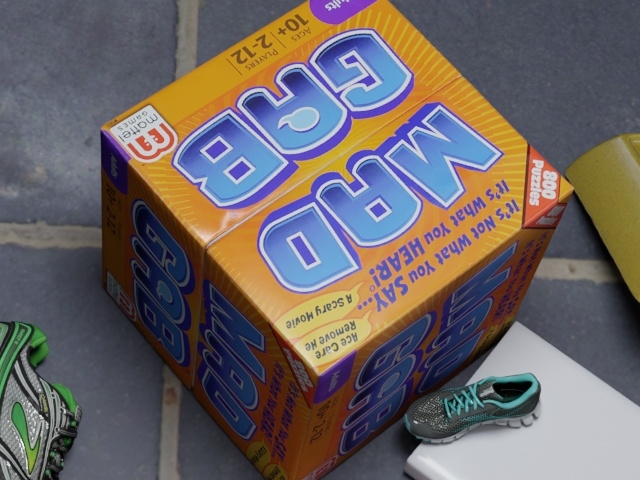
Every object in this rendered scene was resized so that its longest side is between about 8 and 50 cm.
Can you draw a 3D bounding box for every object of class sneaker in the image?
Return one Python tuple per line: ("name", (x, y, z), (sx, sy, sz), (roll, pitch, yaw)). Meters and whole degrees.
("sneaker", (-0.323, 0.229, 1.800), (0.146, 0.134, 0.343), (-13, 63, -15))
("sneaker", (0.176, 0.181, 1.867), (0.166, 0.076, 0.065), (-12, 62, -13))

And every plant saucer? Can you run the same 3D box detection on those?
("plant saucer", (0.504, -0.046, 2.004), (0.332, 0.081, 0.333), (-3, 33, -9))

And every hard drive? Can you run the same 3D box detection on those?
("hard drive", (0.305, 0.280, 1.898), (0.353, 0.047, 0.233), (35, 63, 12))

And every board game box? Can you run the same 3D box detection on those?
("board game box", (0.000, 0.000, 1.840), (0.356, 0.356, 0.356), (-34, 70, -22))
